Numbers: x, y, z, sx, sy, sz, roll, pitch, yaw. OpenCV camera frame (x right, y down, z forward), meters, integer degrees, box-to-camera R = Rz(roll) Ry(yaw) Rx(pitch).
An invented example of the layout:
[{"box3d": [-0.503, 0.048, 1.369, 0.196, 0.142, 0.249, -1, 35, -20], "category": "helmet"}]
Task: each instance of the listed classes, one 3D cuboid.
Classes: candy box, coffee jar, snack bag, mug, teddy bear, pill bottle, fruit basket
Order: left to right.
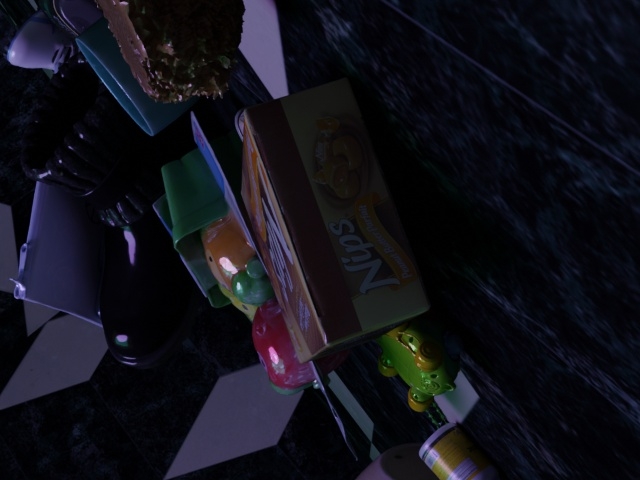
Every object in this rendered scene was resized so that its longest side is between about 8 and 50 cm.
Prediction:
[{"box3d": [-0.278, -0.281, 1.406, 0.096, 0.079, 0.184, 42, 175, -23], "category": "coffee jar"}, {"box3d": [-0.276, -0.045, 1.575, 0.037, 0.323, 0.342, 1, 165, 23], "category": "snack bag"}, {"box3d": [-0.149, -0.260, 0.852, 0.338, 0.113, 0.245, 54, 167, 34], "category": "teddy bear"}, {"box3d": [-0.188, -0.199, 1.241, 0.158, 0.097, 0.129, 48, 171, 21], "category": "mug"}, {"box3d": [-0.060, 0.067, 1.334, 0.327, 0.165, 0.353, 72, 177, -68], "category": "fruit basket"}, {"box3d": [0.000, 0.000, 0.988, 0.316, 0.087, 0.183, 120, 130, -80], "category": "candy box"}, {"box3d": [0.186, 0.295, 1.499, 0.116, 0.065, 0.065, 47, 171, 25], "category": "pill bottle"}]

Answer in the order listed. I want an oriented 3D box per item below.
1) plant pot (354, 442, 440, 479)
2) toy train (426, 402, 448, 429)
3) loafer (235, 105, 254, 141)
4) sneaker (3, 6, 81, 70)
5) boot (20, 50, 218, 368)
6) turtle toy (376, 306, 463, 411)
[{"box3d": [0.142, 0.396, 1.636, 0.284, 0.284, 0.191, 37, 128, 57], "category": "plant pot"}, {"box3d": [0.152, 0.231, 1.569, 0.083, 0.017, 0.024, 56, 180, -33], "category": "toy train"}, {"box3d": [-0.043, -0.080, 1.188, 0.125, 0.045, 0.039, 56, 163, -17], "category": "loafer"}, {"box3d": [-0.324, -0.254, 1.549, 0.086, 0.085, 0.237, 36, -160, 15], "category": "sneaker"}, {"box3d": [-0.254, -0.032, 1.433, 0.131, 0.348, 0.260, 1, 166, 26], "category": "boot"}, {"box3d": [0.093, 0.097, 1.145, 0.130, 0.066, 0.095, 48, 153, 30], "category": "turtle toy"}]
